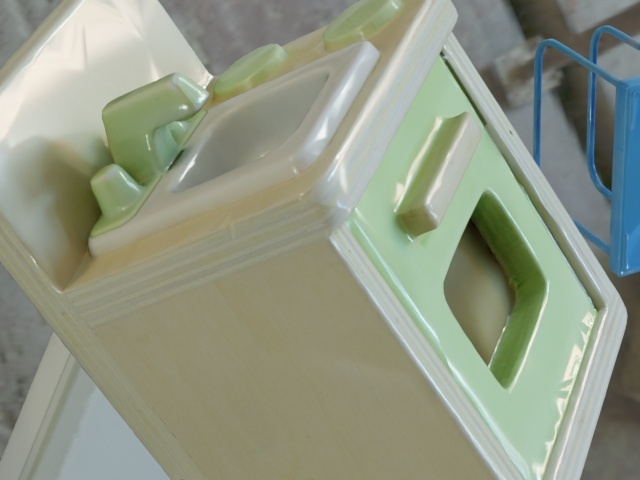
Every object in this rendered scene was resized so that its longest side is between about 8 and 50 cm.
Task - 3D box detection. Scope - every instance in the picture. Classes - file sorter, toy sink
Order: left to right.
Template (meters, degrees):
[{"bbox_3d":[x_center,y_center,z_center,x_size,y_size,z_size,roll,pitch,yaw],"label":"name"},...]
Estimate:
[{"bbox_3d":[0.000,0.000,0.697,0.234,0.131,0.153,55,35,-20],"label":"toy sink"},{"bbox_3d":[0.219,-0.071,1.095,0.170,0.104,0.118,-15,121,-22],"label":"file sorter"}]

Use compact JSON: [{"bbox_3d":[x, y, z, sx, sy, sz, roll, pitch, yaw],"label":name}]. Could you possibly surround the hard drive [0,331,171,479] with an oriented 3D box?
[{"bbox_3d":[-0.071,0.111,0.968,0.203,0.307,0.040,-3,41,-38],"label":"hard drive"}]
